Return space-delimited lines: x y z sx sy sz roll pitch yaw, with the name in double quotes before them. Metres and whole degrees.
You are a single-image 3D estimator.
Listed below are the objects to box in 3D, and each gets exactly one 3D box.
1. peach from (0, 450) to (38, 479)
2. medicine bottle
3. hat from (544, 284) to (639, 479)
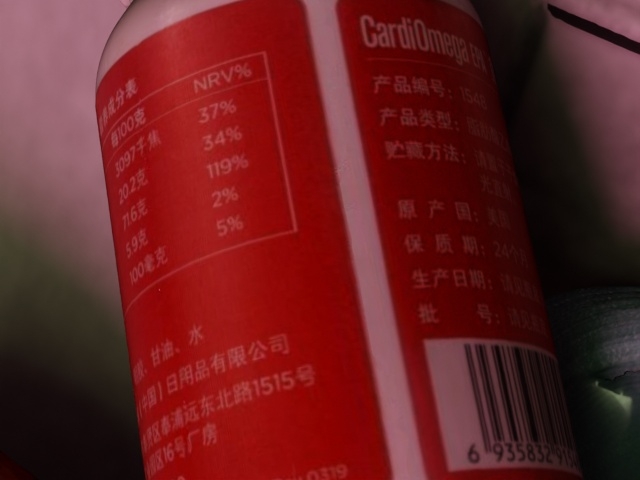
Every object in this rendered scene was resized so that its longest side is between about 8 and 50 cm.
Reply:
"peach" -0.192 0.257 0.654 0.310 0.335 0.405 22 106 18
"medicine bottle" 0.000 0.000 0.566 0.131 0.131 0.250 -23 66 32
"hat" 0.133 0.085 0.571 0.191 0.078 0.138 29 113 43
